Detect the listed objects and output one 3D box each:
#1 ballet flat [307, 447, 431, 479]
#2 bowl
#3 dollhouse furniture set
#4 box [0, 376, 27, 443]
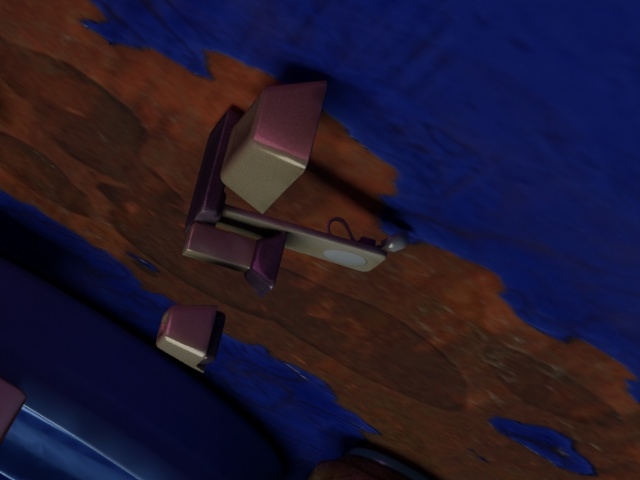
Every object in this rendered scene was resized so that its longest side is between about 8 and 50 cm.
[{"bbox_3d":[0.016,0.225,1.215,0.116,0.124,0.342,28,164,6],"label":"ballet flat"},{"bbox_3d":[-0.197,0.098,1.283,0.391,0.077,0.391,27,163,9],"label":"bowl"},{"bbox_3d":[0.000,0.000,0.679,0.081,0.091,0.114,17,163,-11],"label":"dollhouse furniture set"},{"bbox_3d":[-0.314,0.153,1.131,0.168,0.215,0.345,32,164,-8],"label":"box"}]
